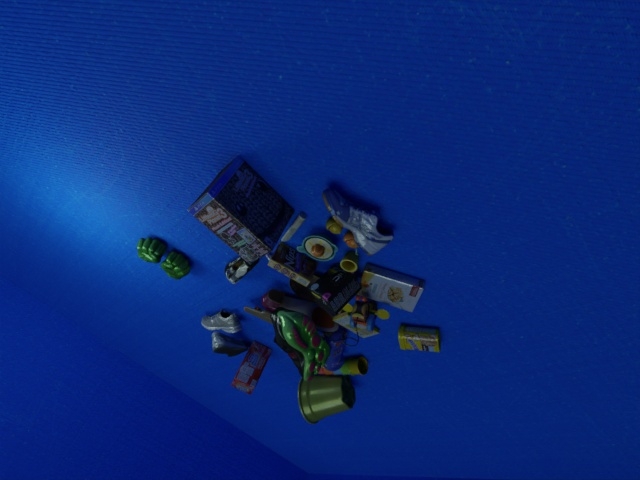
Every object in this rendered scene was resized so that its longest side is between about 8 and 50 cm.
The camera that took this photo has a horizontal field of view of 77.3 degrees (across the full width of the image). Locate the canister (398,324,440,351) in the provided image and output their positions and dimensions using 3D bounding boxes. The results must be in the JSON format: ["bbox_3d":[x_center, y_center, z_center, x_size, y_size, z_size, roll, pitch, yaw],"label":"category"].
[{"bbox_3d":[0.436,0.433,1.759,0.170,0.073,0.126,-1,132,23],"label":"canister"}]

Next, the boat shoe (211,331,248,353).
[{"bbox_3d":[-0.515,0.592,2.288,0.118,0.103,0.320,-27,153,11],"label":"boat shoe"}]

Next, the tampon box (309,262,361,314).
[{"bbox_3d":[0.060,0.191,1.597,0.120,0.161,0.101,23,146,47],"label":"tampon box"}]

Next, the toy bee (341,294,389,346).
[{"bbox_3d":[0.183,0.292,1.627,0.195,0.298,0.162,4,102,1],"label":"toy bee"}]

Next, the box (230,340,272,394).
[{"bbox_3d":[-0.391,0.724,2.286,0.128,0.257,0.123,27,136,-3],"label":"box"}]

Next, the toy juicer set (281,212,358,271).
[{"bbox_3d":[0.000,0.000,1.512,0.329,0.089,0.209,19,137,7],"label":"toy juicer set"}]

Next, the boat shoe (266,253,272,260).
[{"bbox_3d":[-0.191,0.085,1.729,0.035,0.035,0.100,-41,106,16],"label":"boat shoe"}]

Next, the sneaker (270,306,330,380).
[{"bbox_3d":[-0.093,0.459,1.810,0.202,0.185,0.483,26,144,38],"label":"sneaker"}]

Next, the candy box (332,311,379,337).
[{"bbox_3d":[0.165,0.390,1.848,0.206,0.027,0.105,34,136,-25],"label":"candy box"}]

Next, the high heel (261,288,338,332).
[{"bbox_3d":[-0.099,0.339,1.901,0.377,0.127,0.181,31,154,-5],"label":"high heel"}]

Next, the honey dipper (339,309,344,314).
[{"bbox_3d":[0.073,0.267,1.794,0.030,0.030,0.161,-1,127,25],"label":"honey dipper"}]

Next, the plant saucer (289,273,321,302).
[{"bbox_3d":[-0.040,0.200,1.768,0.198,0.036,0.199,14,137,14],"label":"plant saucer"}]

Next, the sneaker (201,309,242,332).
[{"bbox_3d":[-0.545,0.431,2.208,0.281,0.105,0.115,-1,98,30],"label":"sneaker"}]

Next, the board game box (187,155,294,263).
[{"bbox_3d":[-0.271,-0.107,1.423,0.141,0.232,0.291,-28,117,40],"label":"board game box"}]

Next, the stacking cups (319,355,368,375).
[{"bbox_3d":[0.099,0.678,2.142,0.316,0.096,0.096,-17,124,37],"label":"stacking cups"}]

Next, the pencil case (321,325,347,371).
[{"bbox_3d":[0.067,0.523,1.981,0.119,0.133,0.306,40,147,32],"label":"pencil case"}]

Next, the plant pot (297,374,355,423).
[{"bbox_3d":[0.049,0.871,2.258,0.254,0.276,0.276,-20,123,24],"label":"plant pot"}]

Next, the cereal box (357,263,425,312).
[{"bbox_3d":[0.278,0.193,1.608,0.240,0.047,0.173,17,138,8],"label":"cereal box"}]

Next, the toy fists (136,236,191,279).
[{"bbox_3d":[-0.761,0.086,1.940,0.279,0.096,0.142,35,136,-10],"label":"toy fists"}]

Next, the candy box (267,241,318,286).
[{"bbox_3d":[-0.111,0.097,1.644,0.186,0.109,0.053,29,138,-6],"label":"candy box"}]

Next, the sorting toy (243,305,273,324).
[{"bbox_3d":[-0.211,0.398,2.000,0.307,0.041,0.229,33,159,-29],"label":"sorting toy"}]

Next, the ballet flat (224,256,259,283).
[{"bbox_3d":[-0.376,0.133,1.810,0.095,0.096,0.280,37,136,-14],"label":"ballet flat"}]

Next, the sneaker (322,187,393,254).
[{"bbox_3d":[0.134,-0.087,1.375,0.131,0.112,0.296,-35,115,24],"label":"sneaker"}]
